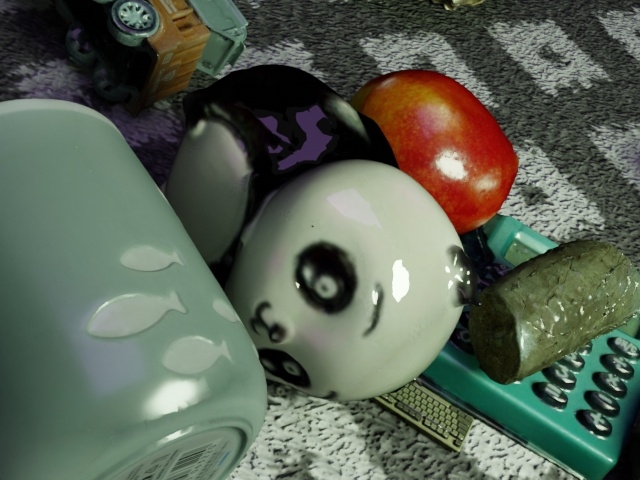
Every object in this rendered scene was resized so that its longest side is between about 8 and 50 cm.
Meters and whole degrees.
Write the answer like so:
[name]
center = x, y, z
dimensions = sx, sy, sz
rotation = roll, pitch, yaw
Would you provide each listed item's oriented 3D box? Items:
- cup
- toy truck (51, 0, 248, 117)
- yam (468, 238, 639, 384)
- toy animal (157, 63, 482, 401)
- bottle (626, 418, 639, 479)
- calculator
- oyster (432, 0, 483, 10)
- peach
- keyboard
[cup]
center = -0.215, 0.073, 0.662
dimensions = 0.274, 0.259, 0.356
rotation = 52, 14, 22
[toy truck]
center = -0.239, -0.327, 1.118
dimensions = 0.184, 0.133, 0.338
rotation = -28, 77, -34
[yam]
center = 0.224, 0.066, 0.933
dimensions = 0.183, 0.107, 0.107
rotation = -23, 60, -35
[toy animal]
center = 0.000, 0.000, 0.879
dimensions = 0.251, 0.251, 0.310
rotation = -18, 58, -35
[bottle]
center = 0.470, 0.235, 0.914
dimensions = 0.347, 0.168, 0.168
rotation = 18, 44, 0
[calculator]
center = 0.236, 0.098, 1.017
dimensions = 0.248, 0.058, 0.274
rotation = 32, 45, 10
[oyster]
center = 0.188, -0.431, 1.477
dimensions = 0.351, 0.115, 0.238
rotation = -16, 47, -40
[peach]
center = 0.118, -0.097, 1.061
dimensions = 0.192, 0.190, 0.190
rotation = 4, 47, -21
[keyboard]
center = 0.088, 0.155, 0.928
dimensions = 0.129, 0.015, 0.049
rotation = 32, 44, 9
